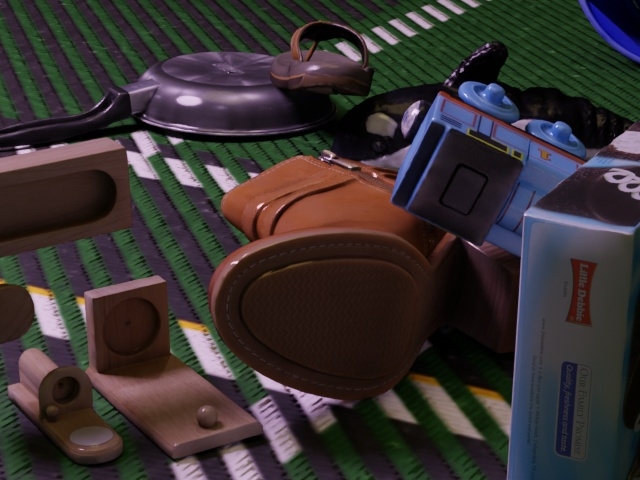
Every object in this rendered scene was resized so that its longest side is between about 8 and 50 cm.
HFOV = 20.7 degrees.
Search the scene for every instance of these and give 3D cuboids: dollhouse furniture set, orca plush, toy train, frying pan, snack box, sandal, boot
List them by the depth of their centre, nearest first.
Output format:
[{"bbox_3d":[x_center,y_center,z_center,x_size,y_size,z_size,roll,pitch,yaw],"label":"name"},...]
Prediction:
[{"bbox_3d":[0.187,0.030,0.947,0.060,0.187,0.322,11,23,25],"label":"snack box"},{"bbox_3d":[-0.127,0.037,0.982,0.144,0.151,0.123,-14,24,-27],"label":"dollhouse furniture set"},{"bbox_3d":[0.131,-0.029,1.077,0.184,0.080,0.105,26,26,-2],"label":"toy train"},{"bbox_3d":[0.000,0.000,1.116,0.283,0.109,0.220,-9,27,-38],"label":"boot"},{"bbox_3d":[0.154,-0.110,1.449,0.287,0.102,0.151,3,20,9],"label":"orca plush"},{"bbox_3d":[0.002,-0.157,1.497,0.090,0.060,0.219,2,8,-1],"label":"sandal"},{"bbox_3d":[-0.146,-0.135,1.607,0.326,0.053,0.197,0,20,-9],"label":"frying pan"}]

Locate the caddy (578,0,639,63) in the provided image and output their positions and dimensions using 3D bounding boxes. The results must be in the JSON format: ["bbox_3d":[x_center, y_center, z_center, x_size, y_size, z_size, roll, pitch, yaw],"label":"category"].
[{"bbox_3d":[0.421,-0.285,1.738,0.341,0.241,0.179,7,15,19],"label":"caddy"}]
